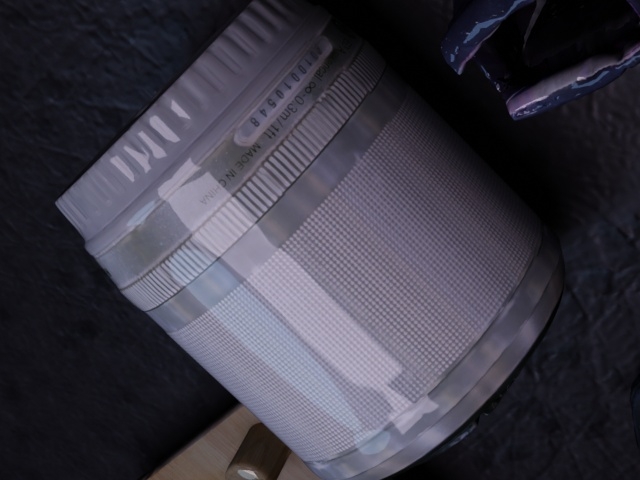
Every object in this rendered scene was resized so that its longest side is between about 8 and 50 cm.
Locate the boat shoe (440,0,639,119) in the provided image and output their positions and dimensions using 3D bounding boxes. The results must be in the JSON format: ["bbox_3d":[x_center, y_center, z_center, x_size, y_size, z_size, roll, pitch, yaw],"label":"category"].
[{"bbox_3d":[0.196,-0.185,0.696,0.127,0.158,0.340,33,135,-24],"label":"boat shoe"}]

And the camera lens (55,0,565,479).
[{"bbox_3d":[0.000,0.000,0.890,0.274,0.219,0.219,44,129,-10],"label":"camera lens"}]

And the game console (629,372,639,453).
[{"bbox_3d":[0.318,0.241,1.035,0.213,0.044,0.361,-3,122,24],"label":"game console"}]

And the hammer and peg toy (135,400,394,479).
[{"bbox_3d":[0.020,0.285,1.144,0.361,0.127,0.266,42,127,-8],"label":"hammer and peg toy"}]
